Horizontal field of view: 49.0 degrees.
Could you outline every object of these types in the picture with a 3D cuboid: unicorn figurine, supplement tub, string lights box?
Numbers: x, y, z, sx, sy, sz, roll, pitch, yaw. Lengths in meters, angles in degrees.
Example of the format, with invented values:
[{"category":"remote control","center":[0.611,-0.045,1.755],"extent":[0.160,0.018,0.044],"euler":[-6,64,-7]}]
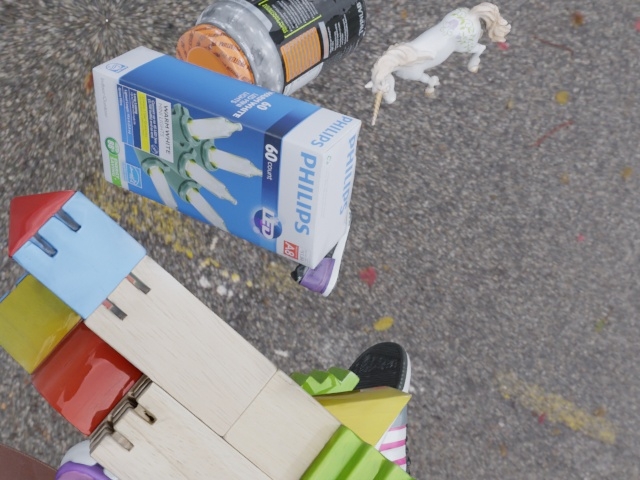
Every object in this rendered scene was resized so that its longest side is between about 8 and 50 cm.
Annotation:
[{"category":"unicorn figurine","center":[0.103,-0.175,0.675],"extent":[0.162,0.111,0.060],"euler":[-45,72,11]},{"category":"supplement tub","center":[-0.081,-0.348,1.208],"extent":[0.316,0.193,0.194],"euler":[-40,117,-34]},{"category":"string lights box","center":[-0.096,-0.087,0.697],"extent":[0.077,0.259,0.133],"euler":[-46,150,-45]}]

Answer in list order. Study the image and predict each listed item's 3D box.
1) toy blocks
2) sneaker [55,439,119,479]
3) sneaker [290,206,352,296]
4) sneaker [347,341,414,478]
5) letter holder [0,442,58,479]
[{"category":"toy blocks","center":[-0.120,0.093,0.503],"extent":[0.261,0.381,0.191],"euler":[43,74,-10]},{"category":"sneaker","center":[-0.155,0.283,0.596],"extent":[0.236,0.104,0.095],"euler":[38,118,5]},{"category":"sneaker","center":[0.000,0.000,1.825],"extent":[0.124,0.283,0.107],"euler":[21,143,-10]},{"category":"sneaker","center":[0.091,0.309,0.990],"extent":[0.178,0.123,0.296],"euler":[49,52,-39]},{"category":"letter holder","center":[-0.503,0.348,1.001],"extent":[0.152,0.214,0.302],"euler":[-30,140,5]}]
